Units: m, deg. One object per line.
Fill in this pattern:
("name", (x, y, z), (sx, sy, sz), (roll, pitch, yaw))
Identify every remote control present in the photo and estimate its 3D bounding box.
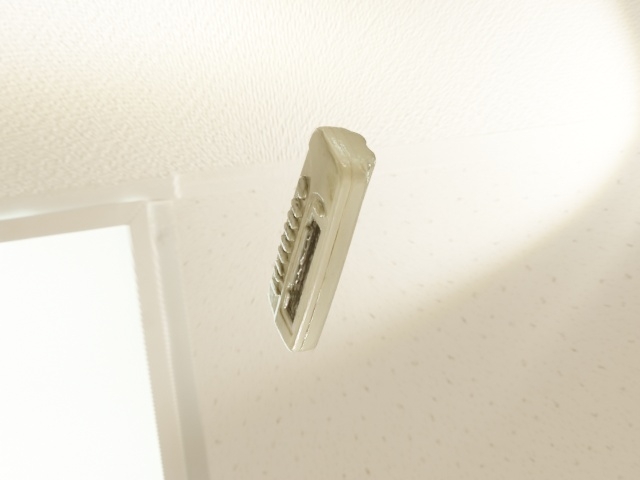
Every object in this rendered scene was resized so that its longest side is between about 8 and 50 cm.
("remote control", (-0.001, 0.000, 0.962), (0.049, 0.090, 0.230), (-4, -47, -25))
